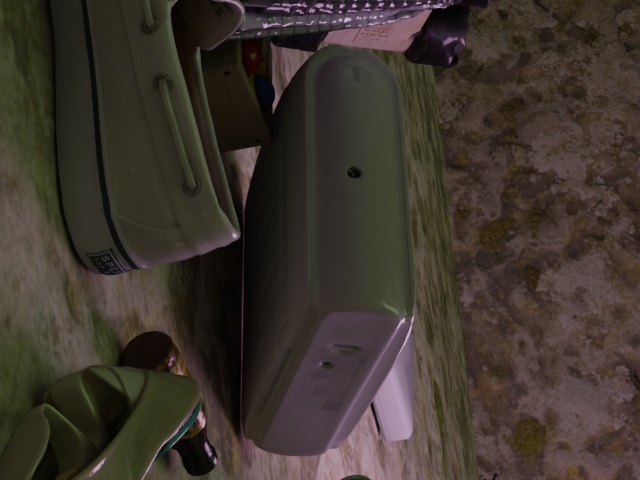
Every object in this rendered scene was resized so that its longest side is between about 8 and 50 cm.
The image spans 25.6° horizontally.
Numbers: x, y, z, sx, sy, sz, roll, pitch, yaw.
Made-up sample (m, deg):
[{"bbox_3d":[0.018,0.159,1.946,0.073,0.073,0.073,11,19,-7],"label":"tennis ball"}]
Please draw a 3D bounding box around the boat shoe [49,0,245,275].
[{"bbox_3d":[-0.100,-0.166,0.959,0.136,0.156,0.367,46,36,-72],"label":"boat shoe"}]

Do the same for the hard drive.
[{"bbox_3d":[0.071,0.067,1.942,0.233,0.047,0.353,-83,160,-57],"label":"hard drive"}]

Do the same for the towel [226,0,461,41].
[{"bbox_3d":[-0.005,-0.291,1.139,0.283,0.121,0.235,-14,92,-49],"label":"towel"}]

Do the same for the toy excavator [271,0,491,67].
[{"bbox_3d":[0.054,-0.420,1.699,0.433,0.222,0.445,125,-32,-65],"label":"toy excavator"}]

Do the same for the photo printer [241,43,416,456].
[{"bbox_3d":[0.000,0.000,1.251,0.256,0.107,0.307,114,-20,-50],"label":"photo printer"}]

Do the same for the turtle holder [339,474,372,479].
[{"bbox_3d":[0.035,0.349,1.145,0.320,0.243,0.227,40,-35,36],"label":"turtle holder"}]

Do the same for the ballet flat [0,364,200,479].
[{"bbox_3d":[-0.130,0.116,0.798,0.248,0.086,0.086,-67,146,-69],"label":"ballet flat"}]

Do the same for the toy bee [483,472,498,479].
[{"bbox_3d":[0.047,0.333,1.418,0.298,0.162,0.195,-45,157,-62],"label":"toy bee"}]

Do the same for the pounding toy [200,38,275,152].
[{"bbox_3d":[-0.078,-0.174,1.228,0.130,0.100,0.141,66,18,-54],"label":"pounding toy"}]

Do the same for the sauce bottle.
[{"bbox_3d":[-0.103,0.119,1.006,0.042,0.042,0.128,-88,163,-45],"label":"sauce bottle"}]
